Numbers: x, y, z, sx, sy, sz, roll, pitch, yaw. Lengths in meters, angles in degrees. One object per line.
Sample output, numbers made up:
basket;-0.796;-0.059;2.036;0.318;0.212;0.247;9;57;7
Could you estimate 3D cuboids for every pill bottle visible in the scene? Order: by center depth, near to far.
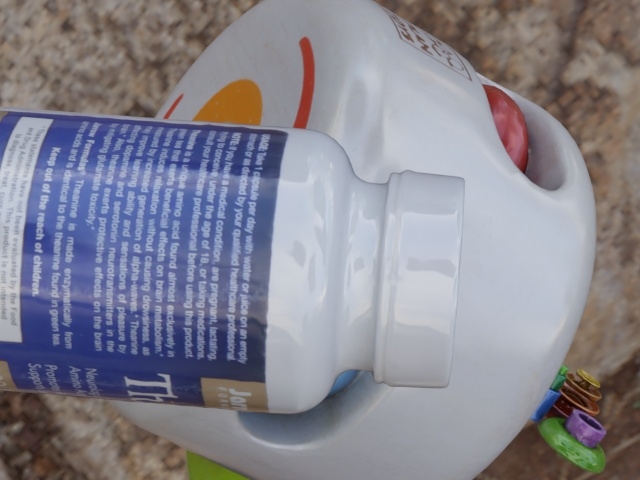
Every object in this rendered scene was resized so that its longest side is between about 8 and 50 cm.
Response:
pill bottle;-0.028;0.005;0.372;0.120;0.067;0.067;4;51;4

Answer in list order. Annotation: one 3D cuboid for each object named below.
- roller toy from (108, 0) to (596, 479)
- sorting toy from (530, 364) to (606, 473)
roller toy;0.000;0.000;0.642;0.146;0.191;0.209;29;66;-27
sorting toy;0.171;0.112;1.079;0.061;0.042;0.102;31;15;-10
